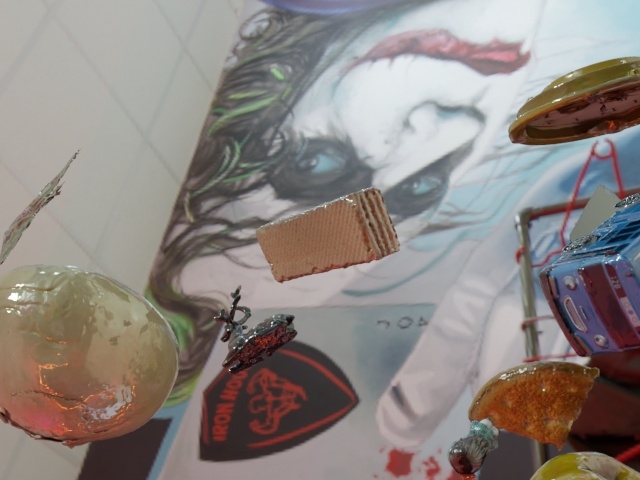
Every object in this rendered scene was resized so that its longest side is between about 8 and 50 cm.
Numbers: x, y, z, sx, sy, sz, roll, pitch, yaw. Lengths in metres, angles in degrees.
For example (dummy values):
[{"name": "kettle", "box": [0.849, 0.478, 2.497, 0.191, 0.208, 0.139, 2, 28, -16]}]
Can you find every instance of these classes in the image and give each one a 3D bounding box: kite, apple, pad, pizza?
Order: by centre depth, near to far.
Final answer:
[{"name": "apple", "box": [0.489, 0.507, 1.335, 0.301, 0.302, 0.301, -11, -90, -68]}, {"name": "pad", "box": [0.564, 0.070, 1.378, 0.315, 0.063, 0.375, 47, -146, 6]}, {"name": "kite", "box": [-0.559, -0.059, 1.489, 0.013, 0.268, 0.322, 40, -129, -25]}, {"name": "pizza", "box": [0.436, 0.327, 1.527, 0.197, 0.292, 0.058, 53, -148, -8]}]

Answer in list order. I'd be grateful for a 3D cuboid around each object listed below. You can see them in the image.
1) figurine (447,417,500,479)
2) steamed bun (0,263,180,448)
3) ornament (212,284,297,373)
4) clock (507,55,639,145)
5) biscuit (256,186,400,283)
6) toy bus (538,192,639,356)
[{"name": "figurine", "box": [0.222, 0.298, 1.096, 0.106, 0.047, 0.060, -31, -83, -45]}, {"name": "steamed bun", "box": [-0.404, 0.202, 1.259, 0.334, 0.312, 0.232, 46, -132, -37]}, {"name": "ornament", "box": [-0.166, 0.191, 1.862, 0.080, 0.202, 0.236, 53, -175, -31]}, {"name": "clock", "box": [0.339, -0.174, 0.928, 0.237, 0.237, 0.057, 10, -113, -66]}, {"name": "biscuit", "box": [0.000, 0.000, 1.556, 0.079, 0.426, 0.143, -23, -86, -30]}, {"name": "toy bus", "box": [0.283, 0.017, 0.654, 0.185, 0.106, 0.090, -32, -82, -31]}]
